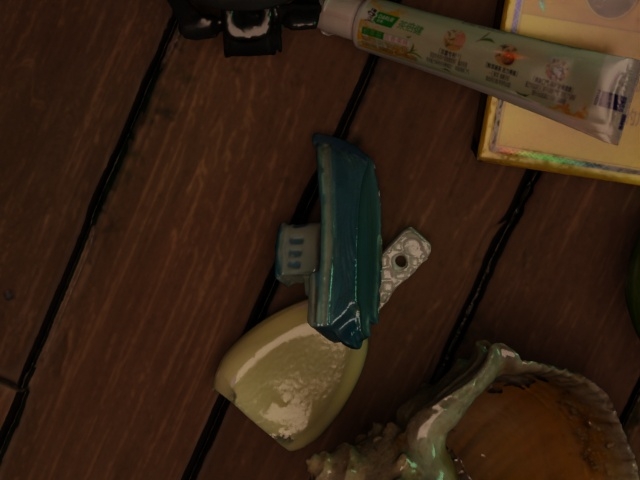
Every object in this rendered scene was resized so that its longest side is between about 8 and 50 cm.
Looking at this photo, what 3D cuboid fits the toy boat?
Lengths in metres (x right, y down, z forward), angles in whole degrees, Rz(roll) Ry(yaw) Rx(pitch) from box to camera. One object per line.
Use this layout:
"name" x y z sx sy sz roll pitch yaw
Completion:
"toy boat" 0.000 0.000 1.725 0.102 0.088 0.215 -3 73 17

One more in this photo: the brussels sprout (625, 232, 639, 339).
"brussels sprout" 0.409 0.036 1.702 0.244 0.244 0.244 0 101 -1

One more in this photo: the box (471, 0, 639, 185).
"box" 0.264 -0.211 1.704 0.192 0.084 0.302 9 101 -2

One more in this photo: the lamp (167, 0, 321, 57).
"lamp" -0.071 -0.339 1.579 0.205 0.272 0.374 -4 101 -1

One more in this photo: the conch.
"conch" 0.142 0.234 1.744 0.352 0.210 0.297 20 100 -39

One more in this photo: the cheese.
"cheese" 0.014 0.086 1.779 0.127 0.054 0.251 41 98 -11

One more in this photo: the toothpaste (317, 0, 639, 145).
"toothpaste" 0.139 -0.171 1.660 0.314 0.058 0.056 20 58 22
